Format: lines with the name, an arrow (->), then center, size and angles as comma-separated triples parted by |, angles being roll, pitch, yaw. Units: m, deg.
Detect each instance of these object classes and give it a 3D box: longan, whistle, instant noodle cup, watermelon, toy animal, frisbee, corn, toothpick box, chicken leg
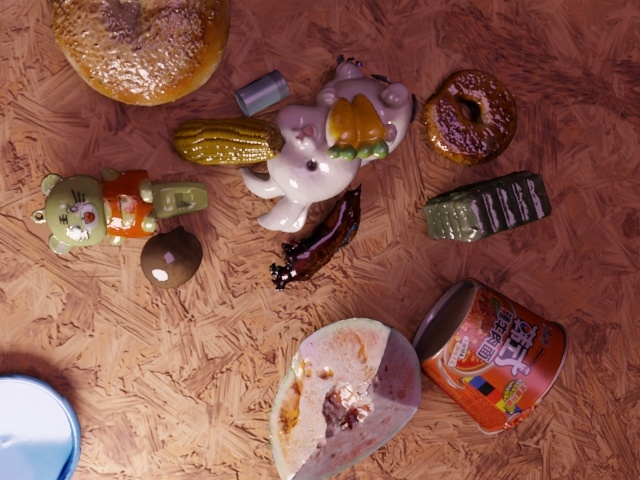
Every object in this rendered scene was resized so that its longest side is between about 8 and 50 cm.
longan -> -0.249, 0.027, 1.433 | 0.113, 0.092, 0.113 | -23, 131, -30
whistle -> -0.325, -0.056, 1.398 | 0.288, 0.106, 0.131 | -8, 103, -18
instant noodle cup -> 0.296, 0.202, 1.566 | 0.192, 0.250, 0.250 | 35, 83, -9
watermelon -> 0.042, 0.276, 1.538 | 0.322, 0.175, 0.188 | -45, 143, 7
toy animal -> 0.010, -0.164, 1.446 | 0.183, 0.247, 0.310 | 43, 64, 0
frisbee -> -0.515, 0.333, 1.395 | 0.242, 0.045, 0.242 | -2, 95, -18
corn -> -0.149, -0.161, 1.393 | 0.080, 0.231, 0.080 | -7, 100, -49
toothpick box -> -0.101, -0.257, 1.487 | 0.083, 0.052, 0.052 | -31, 103, -13
chicken leg -> 0.000, 0.000, 1.520 | 0.234, 0.105, 0.063 | -41, 64, -9

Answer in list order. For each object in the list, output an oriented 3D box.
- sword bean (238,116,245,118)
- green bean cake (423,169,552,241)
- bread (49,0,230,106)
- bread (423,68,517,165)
sword bean -> -0.170, -0.205, 1.490 | 0.083, 0.012, 0.012 | -10, 97, -19
green bean cake -> 0.300, -0.062, 1.568 | 0.183, 0.185, 0.094 | -19, 94, -18
bread -> -0.285, -0.364, 1.342 | 0.306, 0.159, 0.305 | 0, 102, 0
bread -> 0.285, -0.230, 1.617 | 0.193, 0.064, 0.193 | 0, 89, -14
